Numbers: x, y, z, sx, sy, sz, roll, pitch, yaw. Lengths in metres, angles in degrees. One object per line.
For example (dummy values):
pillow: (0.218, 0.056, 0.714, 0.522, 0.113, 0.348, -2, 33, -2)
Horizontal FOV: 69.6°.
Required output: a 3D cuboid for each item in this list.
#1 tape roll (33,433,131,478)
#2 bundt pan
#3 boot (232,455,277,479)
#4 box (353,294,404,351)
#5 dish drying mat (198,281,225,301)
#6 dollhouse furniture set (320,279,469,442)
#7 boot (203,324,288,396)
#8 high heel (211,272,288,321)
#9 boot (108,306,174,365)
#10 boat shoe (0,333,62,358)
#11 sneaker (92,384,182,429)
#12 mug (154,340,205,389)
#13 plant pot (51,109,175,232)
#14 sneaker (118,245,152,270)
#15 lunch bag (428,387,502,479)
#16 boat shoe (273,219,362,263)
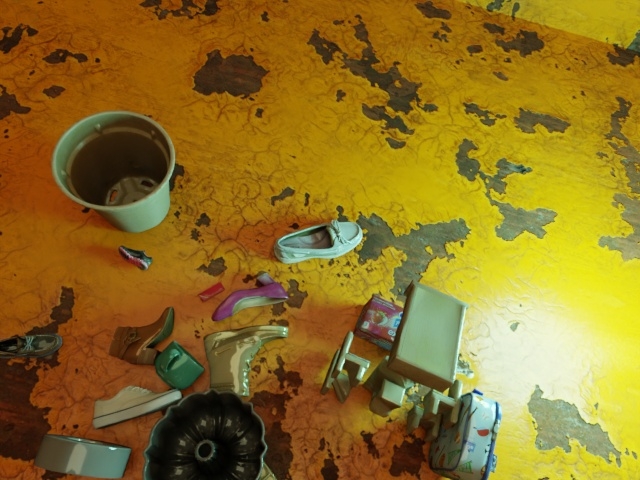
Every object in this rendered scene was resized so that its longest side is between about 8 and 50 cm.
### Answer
tape roll: (-0.613, 0.559, 1.196, 0.219, 0.219, 0.072, 12, 66, -4)
bundt pan: (-0.300, 0.583, 1.251, 0.331, 0.124, 0.330, -2, 54, 3)
boot: (-0.215, 0.757, 1.250, 0.270, 0.089, 0.236, -35, 77, -22)
box: (0.251, 0.293, 1.493, 0.257, 0.128, 0.122, 24, 66, 2)
dish drying mat: (-0.357, 0.169, 1.513, 0.083, 0.008, 0.032, -30, 74, -19)
dollhouse furniture set: (0.245, 0.344, 1.340, 0.362, 0.394, 0.256, 24, 50, 3)
boot: (-0.217, 0.368, 1.401, 0.262, 0.095, 0.203, -8, 68, -6)
high heel: (-0.224, 0.209, 1.480, 0.244, 0.082, 0.117, -33, 66, -33)
boot: (-0.543, 0.279, 1.407, 0.153, 0.072, 0.197, 10, 55, 7)
boat shoe: (-0.860, 0.309, 1.343, 0.183, 0.066, 0.066, -9, 70, -13)
sneaker: (-0.524, 0.453, 1.303, 0.258, 0.094, 0.091, -17, 71, -1)
mug: (-0.426, 0.364, 1.344, 0.097, 0.157, 0.130, -47, 37, -16)
plant pot: (-0.611, -0.181, 1.456, 0.334, 0.305, 0.333, 3, 68, -7)
sneaker: (-0.604, 0.049, 1.511, 0.119, 0.047, 0.057, 32, 47, 3)
lunch bag: (0.411, 0.556, 1.314, 0.115, 0.303, 0.243, 22, 66, 4)
boat shoe: (-0.002, -0.002, 1.589, 0.321, 0.103, 0.118, -10, 70, -13)
